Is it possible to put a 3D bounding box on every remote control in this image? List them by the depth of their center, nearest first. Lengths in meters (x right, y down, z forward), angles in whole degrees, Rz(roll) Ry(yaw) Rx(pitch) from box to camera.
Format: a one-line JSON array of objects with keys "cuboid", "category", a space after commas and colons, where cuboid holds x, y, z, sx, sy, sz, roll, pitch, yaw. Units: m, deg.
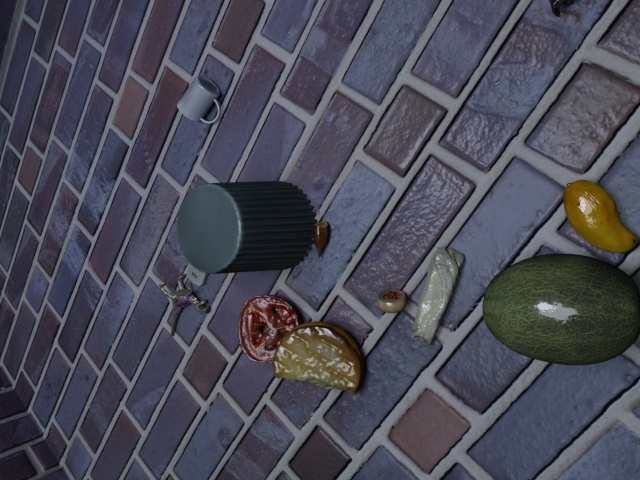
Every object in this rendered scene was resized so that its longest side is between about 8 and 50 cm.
[{"cuboid": [-0.437, 0.074, 1.690, 0.087, 0.029, 0.190, 35, 111, 25], "category": "remote control"}]

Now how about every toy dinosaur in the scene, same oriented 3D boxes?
[{"cuboid": [-0.539, 0.242, 1.744, 0.251, 0.072, 0.199, -28, 89, 20], "category": "toy dinosaur"}]

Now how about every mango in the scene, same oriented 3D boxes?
[{"cuboid": [0.608, -0.051, 1.013, 0.098, 0.075, 0.190, -39, 80, 34], "category": "mango"}]

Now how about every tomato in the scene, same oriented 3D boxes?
[{"cuboid": [-0.156, 0.287, 1.494, 0.228, 0.101, 0.227, 0, 90, 18], "category": "tomato"}]

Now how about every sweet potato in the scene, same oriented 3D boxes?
[{"cuboid": [0.000, 0.000, 1.406, 0.049, 0.049, 0.117, 10, 102, 31], "category": "sweet potato"}]

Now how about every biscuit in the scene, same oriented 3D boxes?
[{"cuboid": [0.003, 0.349, 1.377, 0.274, 0.091, 0.213, 16, 96, 11], "category": "biscuit"}]

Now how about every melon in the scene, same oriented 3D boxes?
[{"cuboid": [0.510, 0.145, 0.990, 0.302, 0.237, 0.237, -4, 92, 33], "category": "melon"}]

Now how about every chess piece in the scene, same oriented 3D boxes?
[{"cuboid": [0.199, 0.169, 1.273, 0.084, 0.084, 0.038, 8, 115, 31], "category": "chess piece"}]

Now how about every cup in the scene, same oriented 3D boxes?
[{"cuboid": [-0.412, -0.486, 1.610, 0.133, 0.136, 0.099, -45, 28, 26], "category": "cup"}]

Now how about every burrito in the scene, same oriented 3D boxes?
[{"cuboid": [0.303, 0.153, 1.223, 0.082, 0.059, 0.275, 20, 104, 14], "category": "burrito"}]

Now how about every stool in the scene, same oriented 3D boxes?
[{"cuboid": [-0.220, -0.040, 1.372, 0.297, 0.330, 0.297, 2, 94, 31], "category": "stool"}]

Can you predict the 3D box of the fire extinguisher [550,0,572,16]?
[{"cuboid": [0.557, -0.608, 0.985, 0.075, 0.106, 0.252, 28, 108, 7], "category": "fire extinguisher"}]
